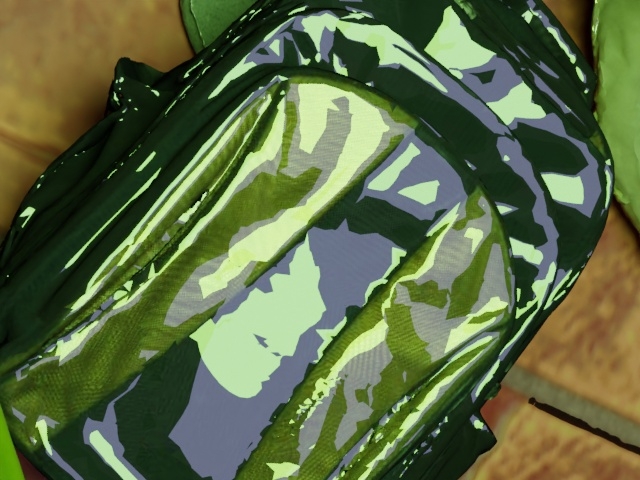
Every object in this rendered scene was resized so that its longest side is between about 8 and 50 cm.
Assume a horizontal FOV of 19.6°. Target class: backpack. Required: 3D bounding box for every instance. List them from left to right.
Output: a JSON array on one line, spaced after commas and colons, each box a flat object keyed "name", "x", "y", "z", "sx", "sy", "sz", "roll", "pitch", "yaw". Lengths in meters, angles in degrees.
[{"name": "backpack", "x": 0.000, "y": 0.000, "z": 0.700, "sx": 0.258, "sy": 0.133, "sz": 0.206, "roll": -46, "pitch": 106, "yaw": -4}]

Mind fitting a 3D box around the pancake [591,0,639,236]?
[{"name": "pancake", "x": 0.291, "y": -0.112, "z": 0.898, "sx": 0.387, "sy": 0.082, "sz": 0.387, "roll": -3, "pitch": 97, "yaw": -28}]

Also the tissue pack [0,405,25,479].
[{"name": "tissue pack", "x": -0.205, "y": 0.087, "z": 0.537, "sx": 0.167, "sy": 0.200, "sz": 0.275, "roll": -34, "pitch": 111, "yaw": -56}]

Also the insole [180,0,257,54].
[{"name": "insole", "x": -0.004, "y": -0.027, "z": 0.774, "sx": 0.063, "sy": 0.010, "sz": 0.192, "roll": -33, "pitch": 108, "yaw": -24}]
